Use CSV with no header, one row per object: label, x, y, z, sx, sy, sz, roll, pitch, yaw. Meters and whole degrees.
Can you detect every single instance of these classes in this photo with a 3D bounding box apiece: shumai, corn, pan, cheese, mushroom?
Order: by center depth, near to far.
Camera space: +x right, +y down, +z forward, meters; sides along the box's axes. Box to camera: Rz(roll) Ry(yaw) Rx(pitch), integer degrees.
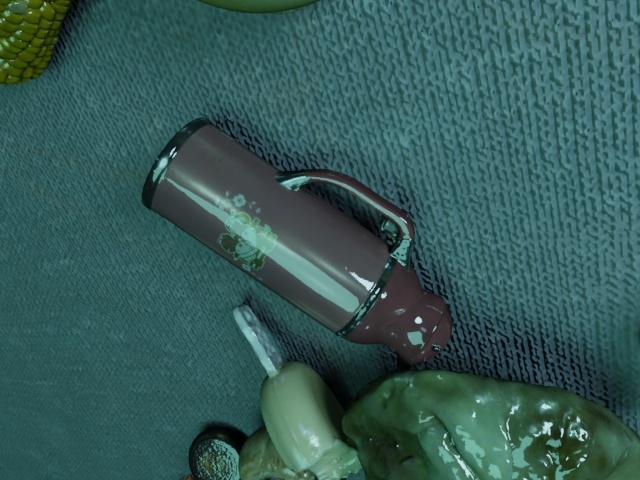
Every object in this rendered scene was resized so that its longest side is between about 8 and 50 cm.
corn,-0.260,-0.259,0.414,0.102,0.102,0.313,45,126,-10
shumai,0.164,0.302,0.463,0.309,0.264,0.304,-24,130,37
cheese,-0.034,0.198,0.617,0.070,0.163,0.249,-33,65,5
mushroom,-0.043,0.348,0.697,0.166,0.127,0.167,6,119,11
pan,-0.177,0.422,0.807,0.114,0.040,0.212,8,103,11

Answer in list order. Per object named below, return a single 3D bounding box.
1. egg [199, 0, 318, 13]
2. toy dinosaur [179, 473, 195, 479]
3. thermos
egg,-0.051,-0.238,0.306,0.201,0.164,0.164,18,126,7
toy dinosaur,-0.196,0.446,0.870,0.279,0.055,0.101,-32,114,33
thermos,-0.002,0.003,0.479,0.330,0.109,0.136,34,86,-1
